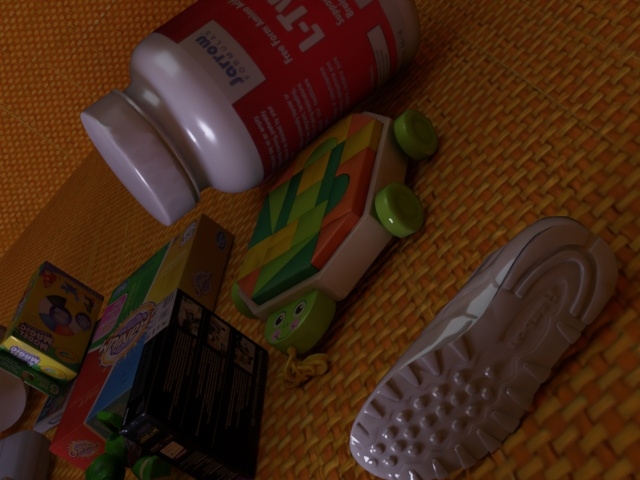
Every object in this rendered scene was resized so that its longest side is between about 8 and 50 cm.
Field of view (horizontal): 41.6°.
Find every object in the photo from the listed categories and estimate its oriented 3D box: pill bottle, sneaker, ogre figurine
[{"bbox_3d":[-0.648,0.265,1.631,0.160,0.160,0.283,-55,23,-6],"label":"pill bottle"},{"bbox_3d":[0.113,0.079,0.614,0.235,0.090,0.095,-45,11,7],"label":"sneaker"},{"bbox_3d":[-0.189,0.221,0.931,0.118,0.097,0.197,1,67,48],"label":"ogre figurine"},{"bbox_3d":[-0.088,-0.209,1.074,0.408,0.229,0.229,-40,20,-15],"label":"pill bottle"}]

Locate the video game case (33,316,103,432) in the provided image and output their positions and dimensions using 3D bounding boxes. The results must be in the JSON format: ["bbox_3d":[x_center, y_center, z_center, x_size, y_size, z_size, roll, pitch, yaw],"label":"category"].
[{"bbox_3d":[-0.395,0.211,1.417,0.183,0.023,0.201,-31,32,39],"label":"video game case"}]

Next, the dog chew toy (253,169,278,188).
[{"bbox_3d":[-0.116,-0.211,1.305,0.207,0.207,0.331,-35,36,34],"label":"dog chew toy"}]

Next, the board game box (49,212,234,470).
[{"bbox_3d":[-0.246,0.137,1.195,0.242,0.064,0.316,-38,27,30],"label":"board game box"}]

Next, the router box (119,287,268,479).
[{"bbox_3d":[-0.121,0.150,0.857,0.046,0.133,0.179,-39,26,27],"label":"router box"}]

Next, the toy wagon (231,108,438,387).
[{"bbox_3d":[0.000,0.000,0.934,0.267,0.068,0.344,-32,30,40],"label":"toy wagon"}]

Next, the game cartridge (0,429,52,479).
[{"bbox_3d":[-0.536,0.413,1.266,0.297,0.062,0.198,-33,36,13],"label":"game cartridge"}]

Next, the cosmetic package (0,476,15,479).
[{"bbox_3d":[-0.268,0.358,0.809,0.129,0.153,0.296,-55,25,-12],"label":"cosmetic package"}]

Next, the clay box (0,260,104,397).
[{"bbox_3d":[-0.454,0.148,1.423,0.053,0.127,0.222,-40,27,27],"label":"clay box"}]
